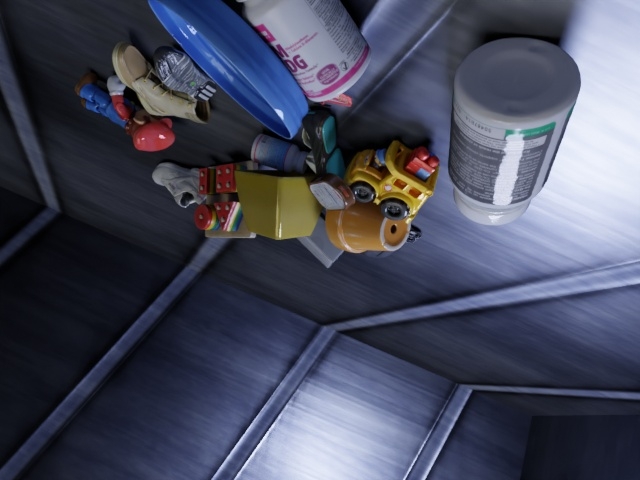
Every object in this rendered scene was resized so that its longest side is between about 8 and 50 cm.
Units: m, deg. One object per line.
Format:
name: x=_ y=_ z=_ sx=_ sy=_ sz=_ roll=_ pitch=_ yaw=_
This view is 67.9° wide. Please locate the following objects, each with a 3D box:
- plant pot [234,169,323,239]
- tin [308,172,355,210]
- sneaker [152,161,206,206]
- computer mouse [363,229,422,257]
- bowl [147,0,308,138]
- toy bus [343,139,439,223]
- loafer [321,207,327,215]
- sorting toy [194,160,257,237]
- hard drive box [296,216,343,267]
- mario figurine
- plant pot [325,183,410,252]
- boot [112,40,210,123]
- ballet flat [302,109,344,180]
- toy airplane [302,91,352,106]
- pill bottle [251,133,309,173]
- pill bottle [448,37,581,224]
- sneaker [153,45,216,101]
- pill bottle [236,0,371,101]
plant pot: x=-0.119 y=-0.111 z=1.433 sx=0.212 sy=0.187 sz=0.212 roll=15 pitch=-165 yaw=42
tin: x=0.028 y=-0.129 z=1.295 sx=0.106 sy=0.040 sz=0.190 roll=48 pitch=166 yaw=-17
sneaker: x=-0.545 y=-0.211 z=1.809 sx=0.305 sy=0.152 sz=0.114 roll=11 pitch=156 yaw=30
computer mouse: x=0.210 y=0.012 z=1.659 sx=0.189 sy=0.072 sz=0.272 roll=13 pitch=162 yaw=-15
bowl: x=-0.182 y=-0.377 z=1.005 sx=0.391 sy=0.077 sz=0.391 roll=42 pitch=179 yaw=1
toy bus: x=0.198 y=-0.179 z=1.221 sx=0.220 sy=0.149 sz=0.211 roll=29 pitch=144 yaw=-7
loafer: x=0.059 y=-0.102 z=1.598 sx=0.109 sy=0.095 sz=0.302 roll=44 pitch=172 yaw=45
sorting toy: x=-0.334 y=-0.138 z=1.625 sx=0.257 sy=0.255 sz=0.089 roll=1 pitch=179 yaw=42
hard drive box: x=0.000 y=0.000 z=1.708 sx=0.181 sy=0.089 sz=0.232 roll=44 pitch=172 yaw=3
mario figurine: x=-0.593 y=-0.411 z=1.511 sx=0.321 sy=0.170 sz=0.198 roll=34 pitch=-167 yaw=1
plant pot: x=0.151 y=-0.052 z=1.391 sx=0.188 sy=0.205 sz=0.205 roll=18 pitch=161 yaw=48
boot: x=-0.426 y=-0.423 z=1.303 sx=0.204 sy=0.095 sz=0.262 roll=17 pitch=158 yaw=16
ballet flat: x=0.005 y=-0.249 z=1.307 sx=0.096 sy=0.095 sz=0.280 roll=23 pitch=149 yaw=25
toy airplane: x=0.006 y=-0.366 z=1.112 sx=0.151 sy=0.028 sz=0.151 roll=18 pitch=157 yaw=8
pill bottle: x=-0.117 y=-0.251 z=1.403 sx=0.160 sy=0.087 sz=0.087 roll=20 pitch=157 yaw=9
pill bottle: x=0.360 y=-0.191 z=0.943 sx=0.204 sy=0.204 sz=0.361 roll=15 pitch=155 yaw=19
sneaker: x=-0.359 y=-0.431 z=1.164 sx=0.132 sy=0.086 sz=0.229 roll=50 pitch=-173 yaw=14
pill bottle: x=-0.042 y=-0.413 z=0.885 sx=0.160 sy=0.160 sz=0.283 roll=0 pitch=147 yaw=43
